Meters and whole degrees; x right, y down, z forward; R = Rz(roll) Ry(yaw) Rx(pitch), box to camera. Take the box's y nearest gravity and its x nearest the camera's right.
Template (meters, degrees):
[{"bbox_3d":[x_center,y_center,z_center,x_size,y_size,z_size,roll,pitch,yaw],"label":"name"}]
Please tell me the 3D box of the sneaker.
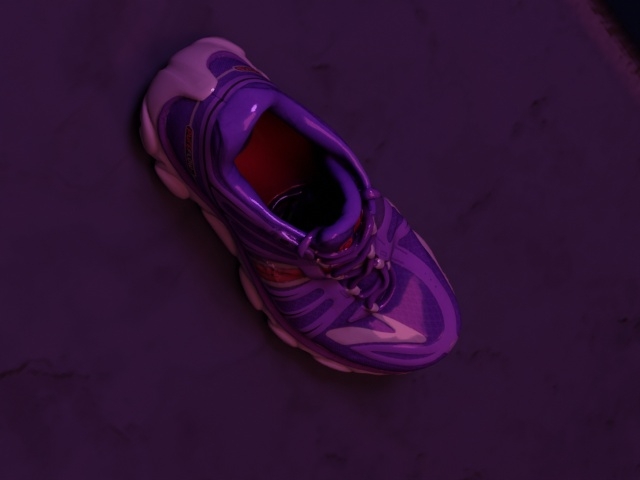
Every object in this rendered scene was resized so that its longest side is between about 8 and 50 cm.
[{"bbox_3d":[0.000,0.000,0.722,0.068,0.071,0.170,-50,127,-6],"label":"sneaker"}]
